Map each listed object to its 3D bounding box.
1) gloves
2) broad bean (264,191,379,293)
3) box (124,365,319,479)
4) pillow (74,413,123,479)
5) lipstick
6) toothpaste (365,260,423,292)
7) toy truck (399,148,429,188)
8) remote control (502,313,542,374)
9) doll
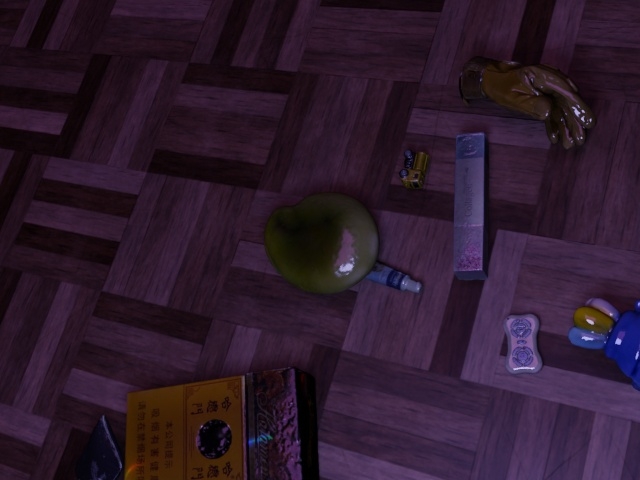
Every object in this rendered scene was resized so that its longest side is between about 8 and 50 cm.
[{"bbox_3d":[0.453,-0.315,1.727,0.331,0.154,0.141,30,84,35],"label":"gloves"},{"bbox_3d":[0.000,0.000,1.781,0.291,0.119,0.238,17,76,34],"label":"broad bean"},{"bbox_3d":[-0.210,0.428,1.705,0.416,0.116,0.264,-10,65,18],"label":"box"},{"bbox_3d":[-0.489,0.499,1.775,0.141,0.055,0.208,57,132,32],"label":"pillow"},{"bbox_3d":[0.325,-0.075,1.725,0.066,0.068,0.317,-3,69,20],"label":"lipstick"},{"bbox_3d":[0.129,0.072,1.762,0.216,0.037,0.061,21,77,33],"label":"toothpaste"},{"bbox_3d":[0.212,-0.158,1.813,0.054,0.049,0.083,7,71,22],"label":"toy truck"},{"bbox_3d":[0.403,0.206,1.603,0.075,0.032,0.122,-7,66,19],"label":"remote control"},{"bbox_3d":[0.666,0.172,1.448,0.366,0.187,0.376,-30,39,-2],"label":"doll"}]
